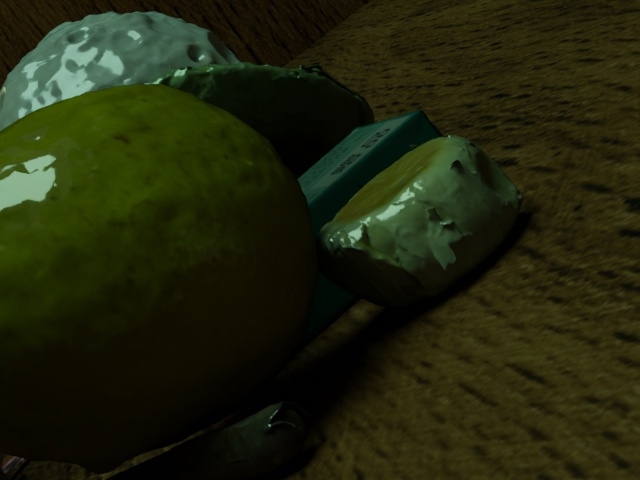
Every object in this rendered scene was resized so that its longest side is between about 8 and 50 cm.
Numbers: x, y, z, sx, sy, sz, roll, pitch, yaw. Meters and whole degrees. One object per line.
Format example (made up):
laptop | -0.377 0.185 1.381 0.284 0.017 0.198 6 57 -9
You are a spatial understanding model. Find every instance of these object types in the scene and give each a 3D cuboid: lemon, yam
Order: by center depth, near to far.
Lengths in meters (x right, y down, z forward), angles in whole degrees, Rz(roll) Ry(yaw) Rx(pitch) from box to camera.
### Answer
yam | -0.102 0.169 1.209 0.264 0.046 0.046 -28 13 41
lemon | -0.154 0.026 1.239 0.285 0.285 0.316 -31 -7 32

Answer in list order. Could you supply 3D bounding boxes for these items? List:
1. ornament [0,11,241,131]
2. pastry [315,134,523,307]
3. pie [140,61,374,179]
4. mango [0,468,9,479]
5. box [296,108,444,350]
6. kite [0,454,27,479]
ornament | -0.229 -0.103 2.001 0.337 0.337 0.337 -36 10 7
pastry | 0.073 -0.012 1.307 0.166 0.088 0.166 -36 9 7
pie | -0.082 -0.085 1.740 0.306 0.306 0.071 -30 56 34
mango | -0.330 0.251 1.341 0.136 0.166 0.236 16 -64 -48
box | 0.000 0.000 1.492 0.245 0.092 0.153 -41 12 -17
kite | -0.349 0.245 1.779 0.321 0.016 0.234 -39 10 -8
